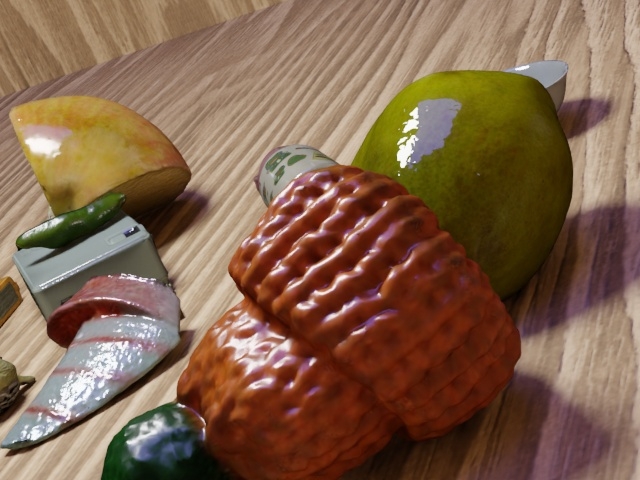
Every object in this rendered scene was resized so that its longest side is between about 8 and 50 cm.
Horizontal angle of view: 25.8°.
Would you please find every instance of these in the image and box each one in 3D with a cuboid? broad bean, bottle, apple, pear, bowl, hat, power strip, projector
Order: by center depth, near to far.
[{"bbox_3d":[-0.032,0.125,1.297,0.400,0.285,0.285,-40,23,-16],"label":"hat"},{"bbox_3d":[0.153,-0.054,1.577,0.269,0.269,0.321,-5,44,42],"label":"pear"},{"bbox_3d":[0.279,-0.185,2.024,0.189,0.086,0.189,-20,17,7],"label":"bowl"},{"bbox_3d":[-0.025,-0.079,2.033,0.120,0.120,0.253,-25,20,-7],"label":"bottle"},{"bbox_3d":[-0.360,-0.028,2.088,0.195,0.046,0.061,-30,7,-37],"label":"broad bean"},{"bbox_3d":[-0.343,0.044,2.097,0.192,0.099,0.257,-28,19,-12],"label":"projector"},{"bbox_3d":[-0.515,0.110,2.182,0.028,0.049,0.178,-19,18,18],"label":"power strip"},{"bbox_3d":[-0.378,-0.118,2.306,0.309,0.314,0.252,109,179,-73],"label":"apple"}]

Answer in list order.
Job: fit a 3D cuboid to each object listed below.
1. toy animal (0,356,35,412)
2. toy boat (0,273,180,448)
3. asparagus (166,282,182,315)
[{"bbox_3d":[-0.438,0.197,1.843,0.098,0.137,0.098,-15,61,30],"label":"toy animal"},{"bbox_3d":[-0.296,0.162,1.770,0.206,0.096,0.282,4,39,26],"label":"toy boat"},{"bbox_3d":[-0.206,0.085,1.954,0.015,0.018,0.127,9,13,-15],"label":"asparagus"}]
